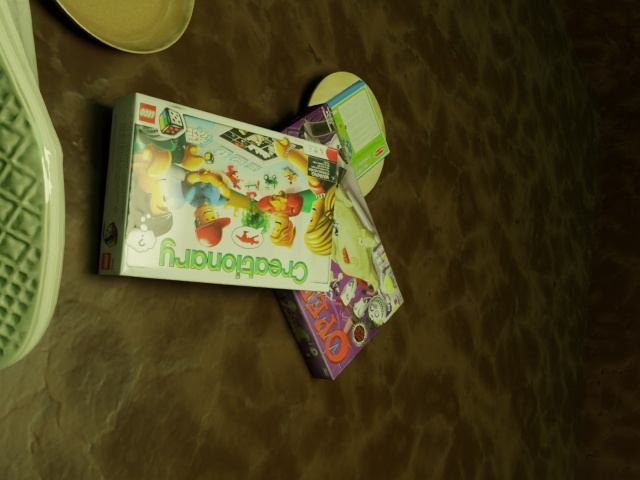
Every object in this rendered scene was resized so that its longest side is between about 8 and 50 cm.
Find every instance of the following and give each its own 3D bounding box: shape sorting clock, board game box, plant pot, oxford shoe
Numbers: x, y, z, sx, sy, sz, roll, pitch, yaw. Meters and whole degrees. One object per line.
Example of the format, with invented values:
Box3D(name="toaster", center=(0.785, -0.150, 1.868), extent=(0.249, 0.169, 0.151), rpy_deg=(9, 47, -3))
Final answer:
Box3D(name="shape sorting clock", center=(0.041, -0.166, 1.142), extent=(0.206, 0.040, 0.206), rpy_deg=(5, 83, -48))
Box3D(name="board game box", center=(0.000, 0.000, 1.028), extent=(0.208, 0.056, 0.346), rpy_deg=(-39, 116, -37))
Box3D(name="plant pot", center=(-0.236, -0.322, 0.793), extent=(0.236, 0.032, 0.236), rpy_deg=(16, 70, -53))
Box3D(name="oxford shoe", center=(-0.296, -0.116, 0.583), extent=(0.130, 0.169, 0.448), rpy_deg=(-106, -173, -85))
Box3D(name="board game box", center=(-0.106, -0.043, 0.847), extent=(0.305, 0.053, 0.192), rpy_deg=(8, 84, -44))
